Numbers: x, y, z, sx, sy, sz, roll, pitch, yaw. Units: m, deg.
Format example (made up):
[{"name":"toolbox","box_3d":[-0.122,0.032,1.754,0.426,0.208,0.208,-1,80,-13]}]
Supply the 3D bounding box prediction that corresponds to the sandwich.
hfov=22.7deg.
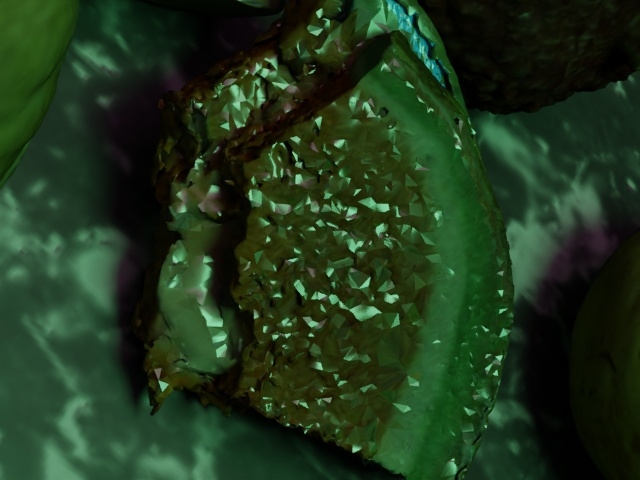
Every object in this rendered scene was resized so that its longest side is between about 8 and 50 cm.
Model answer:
[{"name":"sandwich","box_3d":[0.010,-0.006,0.661,0.159,0.079,0.235,4,99,-22]}]

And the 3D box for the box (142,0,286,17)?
[{"name":"box","box_3d":[-0.074,-0.157,0.673,0.177,0.111,0.111,10,71,-31]}]

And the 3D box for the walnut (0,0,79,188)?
[{"name":"walnut","box_3d":[-0.212,-0.090,0.486,0.282,0.227,0.283,-5,99,-30]}]

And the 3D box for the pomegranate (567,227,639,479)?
[{"name":"pomegranate","box_3d":[0.215,0.057,0.756,0.196,0.196,0.196,10,72,-31]}]

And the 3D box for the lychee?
[{"name":"lychee","box_3d":[0.100,-0.151,0.743,0.194,0.194,0.195,10,72,-31]}]
